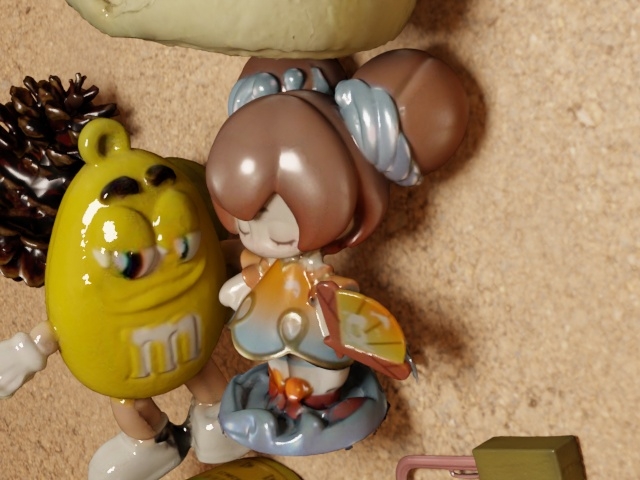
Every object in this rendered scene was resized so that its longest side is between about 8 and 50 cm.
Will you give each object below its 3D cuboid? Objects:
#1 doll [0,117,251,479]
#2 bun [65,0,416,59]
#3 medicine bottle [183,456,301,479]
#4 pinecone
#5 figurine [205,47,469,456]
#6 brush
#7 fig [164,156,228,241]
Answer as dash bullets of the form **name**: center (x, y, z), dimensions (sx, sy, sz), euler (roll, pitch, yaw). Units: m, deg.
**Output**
- **doll**: center (-0.212, 0.111, 1.140), dimensions (0.348, 0.423, 0.161), euler (-50, 41, -9)
- **bun**: center (-0.076, -0.303, 0.952), dimensions (0.364, 0.364, 0.202), euler (29, 120, 35)
- **medicine bottle**: center (-0.182, 0.408, 1.174), dimensions (0.224, 0.384, 0.224), euler (10, 105, 42)
- **pinecone**: center (-0.370, -0.087, 1.350), dimensions (0.246, 0.246, 0.292), euler (39, 112, 30)
- **figurine**: center (0.000, 0.001, 1.054), dimensions (0.277, 0.248, 0.388), euler (12, 116, 37)
- **brush**: center (0.165, 0.258, 1.060), dimensions (0.233, 0.047, 0.103), euler (-10, 92, 43)
- **fig**: center (-0.177, -0.007, 1.248), dimensions (0.186, 0.142, 0.148), euler (58, 152, 31)
